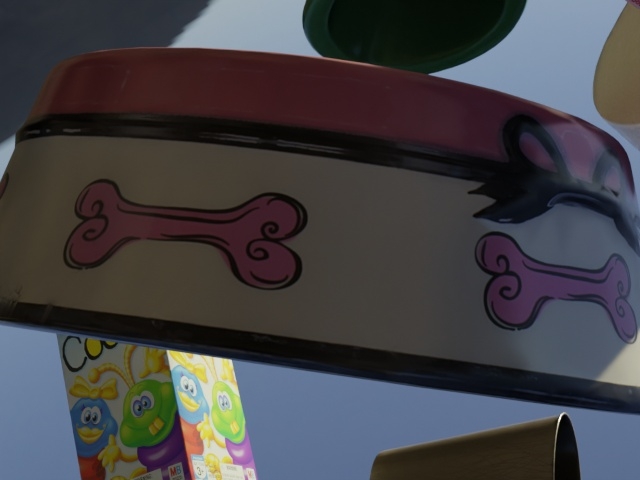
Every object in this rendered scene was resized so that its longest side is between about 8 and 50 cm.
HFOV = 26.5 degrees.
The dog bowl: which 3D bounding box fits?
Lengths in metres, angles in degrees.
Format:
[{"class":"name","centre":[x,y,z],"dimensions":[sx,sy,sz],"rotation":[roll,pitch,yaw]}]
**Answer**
[{"class":"dog bowl","centre":[0.000,0.000,0.789],"dimensions":[0.407,0.150,0.408],"rotation":[9,175,1]}]

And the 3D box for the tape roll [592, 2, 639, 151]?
[{"class":"tape roll","centre":[0.381,-0.222,1.086],"dimensions":[0.392,0.072,0.392],"rotation":[-47,-166,16]}]

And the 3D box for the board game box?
[{"class":"board game box","centre":[-0.187,0.167,1.530],"dimensions":[0.142,0.275,0.144],"rotation":[-24,157,22]}]

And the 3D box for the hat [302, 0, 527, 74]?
[{"class":"hat","centre":[0.079,-0.261,1.126],"dimensions":[0.208,0.173,0.184],"rotation":[-11,-120,7]}]

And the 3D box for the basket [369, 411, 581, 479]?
[{"class":"basket","centre":[0.183,0.308,1.613],"dimensions":[0.226,0.154,0.204],"rotation":[-8,-133,20]}]

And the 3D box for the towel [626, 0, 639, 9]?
[{"class":"towel","centre":[0.171,-0.169,0.628],"dimensions":[0.029,0.144,0.197],"rotation":[-57,-175,-27]}]
